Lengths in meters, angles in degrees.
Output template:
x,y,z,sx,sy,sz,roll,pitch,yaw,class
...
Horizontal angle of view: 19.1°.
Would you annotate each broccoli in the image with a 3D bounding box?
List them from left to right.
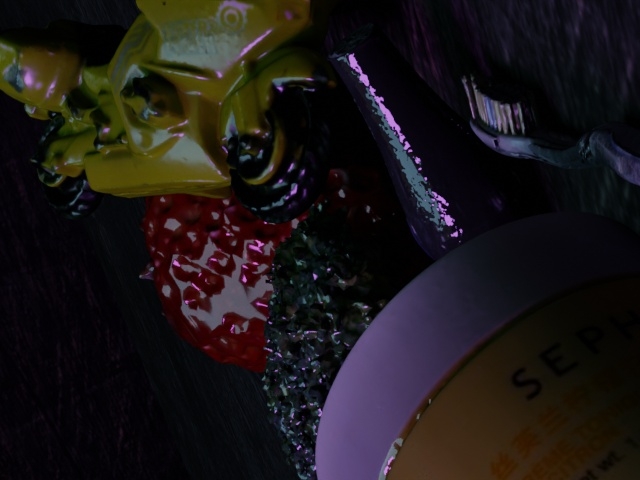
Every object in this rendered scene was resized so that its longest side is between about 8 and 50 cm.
x,y,z,sx,sy,sz,roll,pitch,yaw,class
0.058,0.078,1.194,0.194,0.194,0.219,140,126,-76,broccoli

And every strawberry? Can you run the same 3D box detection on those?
x,y,z,sx,sy,sz,roll,pitch,yaw,class
0.000,0.000,1.356,0.244,0.205,0.205,-5,114,51,strawberry

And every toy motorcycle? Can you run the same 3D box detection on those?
x,y,z,sx,sy,sz,roll,pitch,yaw,class
-0.094,-0.115,1.254,0.142,0.206,0.342,22,167,-35,toy motorcycle

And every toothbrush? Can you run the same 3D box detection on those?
x,y,z,sx,sy,sz,roll,pitch,yaw,class
0.162,-0.035,0.912,0.413,0.035,0.042,31,143,66,toothbrush

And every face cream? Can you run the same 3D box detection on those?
x,y,z,sx,sy,sz,roll,pitch,yaw,class
0.134,0.123,0.929,0.179,0.218,0.218,48,161,43,face cream

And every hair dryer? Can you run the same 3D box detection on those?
x,y,z,sx,sy,sz,roll,pitch,yaw,class
0.059,-0.060,1.190,0.195,0.075,0.219,54,180,-18,hair dryer
